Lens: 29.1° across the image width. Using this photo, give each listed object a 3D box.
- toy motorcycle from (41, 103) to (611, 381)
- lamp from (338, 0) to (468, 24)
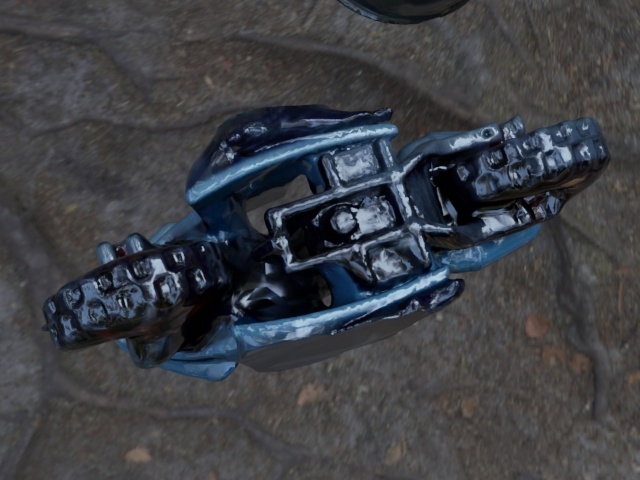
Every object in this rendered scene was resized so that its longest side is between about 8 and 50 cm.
[{"bbox_3d":[0.000,0.000,0.907,0.416,0.232,0.172,-20,82,-11],"label":"toy motorcycle"},{"bbox_3d":[0.080,-0.234,0.731,0.147,0.227,0.172,-3,86,-15],"label":"lamp"}]
